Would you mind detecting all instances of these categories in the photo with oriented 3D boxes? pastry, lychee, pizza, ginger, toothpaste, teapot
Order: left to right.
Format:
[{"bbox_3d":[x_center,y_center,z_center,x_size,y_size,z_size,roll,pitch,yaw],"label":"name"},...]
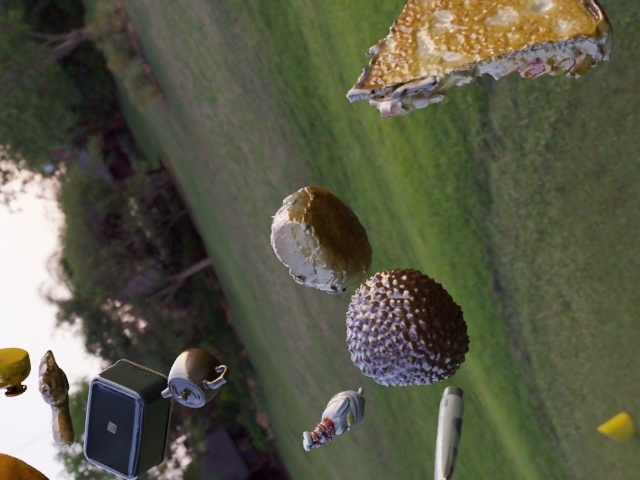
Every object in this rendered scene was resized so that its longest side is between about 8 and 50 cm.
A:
[{"bbox_3d":[-0.605,0.368,1.983,0.133,0.058,0.214,92,166,-68],"label":"ginger"},{"bbox_3d":[-0.177,0.203,1.239,0.076,0.121,0.068,58,-142,-24],"label":"teapot"},{"bbox_3d":[0.004,-0.001,1.133,0.153,0.081,0.153,35,-151,-23],"label":"pastry"},{"bbox_3d":[0.186,0.185,1.884,0.267,0.267,0.267,58,171,15],"label":"lychee"},{"bbox_3d":[0.193,0.306,1.317,0.239,0.039,0.062,-65,-13,-60],"label":"toothpaste"},{"bbox_3d":[0.193,-0.224,0.976,0.251,0.288,0.074,24,161,34],"label":"pizza"}]

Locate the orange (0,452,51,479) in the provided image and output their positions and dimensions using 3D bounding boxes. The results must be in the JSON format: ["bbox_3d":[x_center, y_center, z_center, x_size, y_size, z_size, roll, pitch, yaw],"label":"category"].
[{"bbox_3d":[-0.564,0.505,1.432,0.312,0.312,0.312,58,171,15],"label":"orange"}]

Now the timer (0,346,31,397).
[{"bbox_3d":[-0.577,0.220,1.559,0.107,0.107,0.109,-144,47,-69],"label":"timer"}]

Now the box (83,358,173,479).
[{"bbox_3d":[-0.371,0.345,1.661,0.144,0.090,0.201,18,108,21],"label":"box"}]

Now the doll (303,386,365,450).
[{"bbox_3d":[0.031,0.360,1.751,0.079,0.180,0.094,34,144,29],"label":"doll"}]
